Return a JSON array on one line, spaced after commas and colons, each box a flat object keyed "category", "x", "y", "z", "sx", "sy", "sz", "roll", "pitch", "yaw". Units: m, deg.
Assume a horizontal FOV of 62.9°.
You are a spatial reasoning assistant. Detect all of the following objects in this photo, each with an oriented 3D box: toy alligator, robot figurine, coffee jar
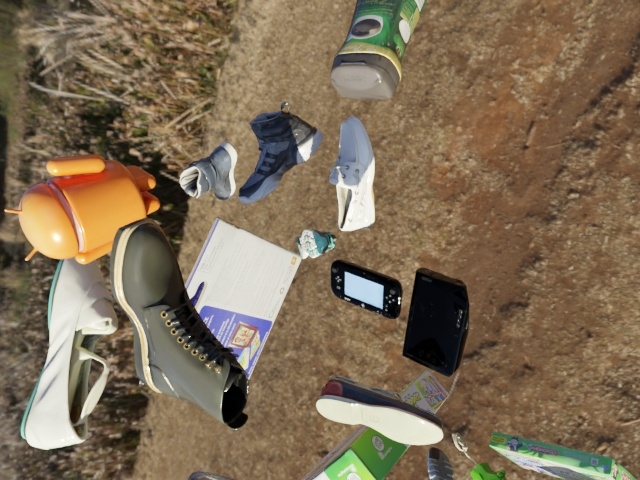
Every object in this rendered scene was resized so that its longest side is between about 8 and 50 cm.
[{"category": "toy alligator", "x": 0.249, "y": 0.348, "z": 0.728, "sx": 0.051, "sy": 0.056, "sz": 0.189, "roll": -42, "pitch": 53, "yaw": 25}, {"category": "robot figurine", "x": -0.369, "y": -0.052, "z": 0.828, "sx": 0.128, "sy": 0.219, "sz": 0.158, "roll": 56, "pitch": 144, "yaw": 6}, {"category": "coffee jar", "x": 0.082, "y": -0.287, "z": 0.740, "sx": 0.096, "sy": 0.079, "sz": 0.184, "roll": 11, "pitch": 74, "yaw": 32}]

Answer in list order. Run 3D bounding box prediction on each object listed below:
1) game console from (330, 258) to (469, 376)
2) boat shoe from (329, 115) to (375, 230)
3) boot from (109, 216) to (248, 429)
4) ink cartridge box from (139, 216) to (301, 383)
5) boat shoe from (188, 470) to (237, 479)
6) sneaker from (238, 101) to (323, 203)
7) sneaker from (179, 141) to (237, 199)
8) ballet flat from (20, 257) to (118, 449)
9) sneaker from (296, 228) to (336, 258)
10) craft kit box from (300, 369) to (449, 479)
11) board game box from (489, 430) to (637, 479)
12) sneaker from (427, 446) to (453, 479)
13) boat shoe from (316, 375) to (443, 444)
[{"category": "game console", "x": 0.167, "y": 0.149, "z": 1.199, "sx": 0.361, "sy": 0.044, "sz": 0.213, "roll": 19, "pitch": 113, "yaw": 36}, {"category": "boat shoe", "x": 0.069, "y": -0.152, "z": 1.250, "sx": 0.098, "sy": 0.096, "sz": 0.277, "roll": 28, "pitch": 129, "yaw": 61}, {"category": "boot", "x": -0.129, "y": 0.081, "z": 0.519, "sx": 0.137, "sy": 0.077, "sz": 0.198, "roll": 15, "pitch": 123, "yaw": 36}, {"category": "ink cartridge box", "x": -0.185, "y": 0.124, "z": 0.996, "sx": 0.072, "sy": 0.307, "sz": 0.303, "roll": 22, "pitch": 86, "yaw": 32}, {"category": "boat shoe", "x": -0.161, "y": 0.623, "z": 1.155, "sx": 0.123, "sy": 0.324, "sz": 0.116, "roll": -47, "pitch": 11, "yaw": 54}, {"category": "sneaker", "x": -0.134, "y": -0.216, "z": 1.275, "sx": 0.268, "sy": 0.153, "sz": 0.101, "roll": -39, "pitch": 21, "yaw": 18}, {"category": "sneaker", "x": -0.317, "y": -0.158, "z": 1.470, "sx": 0.086, "sy": 0.163, "sz": 0.226, "roll": 37, "pitch": 148, "yaw": 12}, {"category": "ballet flat", "x": -0.476, "y": 0.210, "z": 1.049, "sx": 0.139, "sy": 0.139, "sz": 0.400, "roll": -11, "pitch": 68, "yaw": 56}, {"category": "sneaker", "x": 0.000, "y": 0.000, "z": 1.112, "sx": 0.166, "sy": 0.076, "sz": 0.065, "roll": 175, "pitch": 81, "yaw": -76}, {"category": "craft kit box", "x": 0.043, "y": 0.308, "z": 0.727, "sx": 0.061, "sy": 0.250, "sz": 0.246, "roll": 46, "pitch": 119, "yaw": 17}, {"category": "board game box", "x": 0.653, "y": 0.603, "z": 1.415, "sx": 0.317, "sy": 0.213, "sz": 0.046, "roll": -5, "pitch": 53, "yaw": 47}, {"category": "sneaker", "x": 0.302, "y": 0.689, "z": 1.426, "sx": 0.132, "sy": 0.086, "sz": 0.228, "roll": -53, "pitch": 20, "yaw": 25}, {"category": "boat shoe", "x": 0.065, "y": 0.179, "z": 0.561, "sx": 0.137, "sy": 0.043, "sz": 0.049, "roll": 9, "pitch": 121, "yaw": 19}]
